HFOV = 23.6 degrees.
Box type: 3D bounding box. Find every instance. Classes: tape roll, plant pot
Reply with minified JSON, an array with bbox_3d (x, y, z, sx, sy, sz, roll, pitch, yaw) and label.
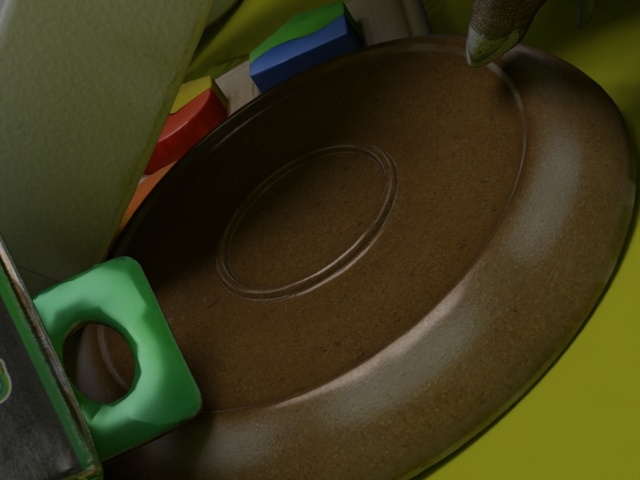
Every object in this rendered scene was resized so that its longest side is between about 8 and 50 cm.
[{"bbox_3d":[-0.108,-0.124,0.706,0.392,0.072,0.392,-159,90,-75],"label":"tape roll"},{"bbox_3d":[0.000,0.000,0.570,0.236,0.032,0.236,-24,37,19],"label":"plant pot"}]

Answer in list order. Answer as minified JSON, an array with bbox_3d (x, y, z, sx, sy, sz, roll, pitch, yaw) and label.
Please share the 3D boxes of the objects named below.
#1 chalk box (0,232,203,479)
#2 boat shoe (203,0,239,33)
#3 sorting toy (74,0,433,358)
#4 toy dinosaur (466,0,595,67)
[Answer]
[{"bbox_3d":[-0.147,0.070,0.490,0.213,0.132,0.132,-18,60,-20],"label":"chalk box"},{"bbox_3d":[-0.087,-0.213,0.987,0.118,0.103,0.320,2,48,55],"label":"boat shoe"},{"bbox_3d":[-0.037,-0.050,0.734,0.208,0.038,0.193,-33,27,14],"label":"sorting toy"},{"bbox_3d":[0.139,-0.157,0.446,0.313,0.121,0.160,-26,6,32],"label":"toy dinosaur"}]
